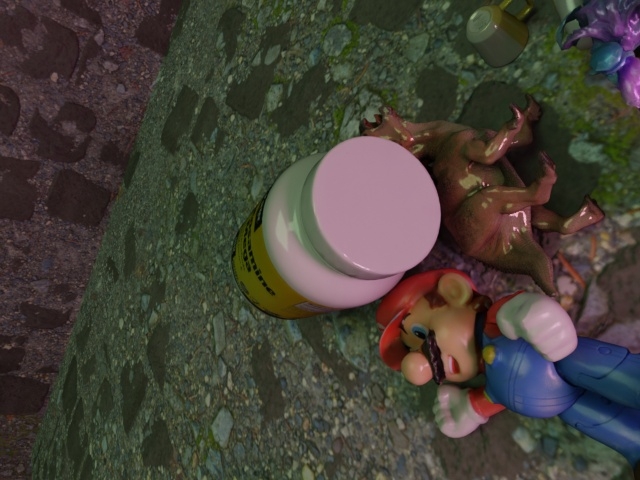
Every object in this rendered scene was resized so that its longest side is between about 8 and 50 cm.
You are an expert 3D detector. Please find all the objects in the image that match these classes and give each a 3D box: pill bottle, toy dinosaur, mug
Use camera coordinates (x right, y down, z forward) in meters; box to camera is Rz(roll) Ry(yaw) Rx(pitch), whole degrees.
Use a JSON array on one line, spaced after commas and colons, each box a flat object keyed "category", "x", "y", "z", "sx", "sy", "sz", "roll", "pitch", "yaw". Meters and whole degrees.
[{"category": "pill bottle", "x": 0.000, "y": 0.000, "z": 0.586, "sx": 0.334, "sy": 0.188, "sz": 0.188, "roll": 147, "pitch": 126, "yaw": -65}, {"category": "toy dinosaur", "x": 0.175, "y": -0.051, "z": 0.523, "sx": 0.200, "sy": 0.127, "sz": 0.296, "roll": -38, "pitch": 58, "yaw": 37}, {"category": "mug", "x": 0.220, "y": -0.270, "z": 0.568, "sx": 0.062, "sy": 0.064, "sz": 0.078, "roll": 28, "pitch": 102, "yaw": 50}]

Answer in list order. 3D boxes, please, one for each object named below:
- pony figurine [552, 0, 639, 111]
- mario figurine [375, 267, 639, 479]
[{"category": "pony figurine", "x": 0.315, "y": -0.217, "z": 0.309, "sx": 0.351, "sy": 0.302, "sz": 0.363, "roll": 102, "pitch": 160, "yaw": -68}, {"category": "mario figurine", "x": 0.170, "y": 0.137, "z": 0.443, "sx": 0.320, "sy": 0.170, "sz": 0.198, "roll": 19, "pitch": 97, "yaw": 49}]
